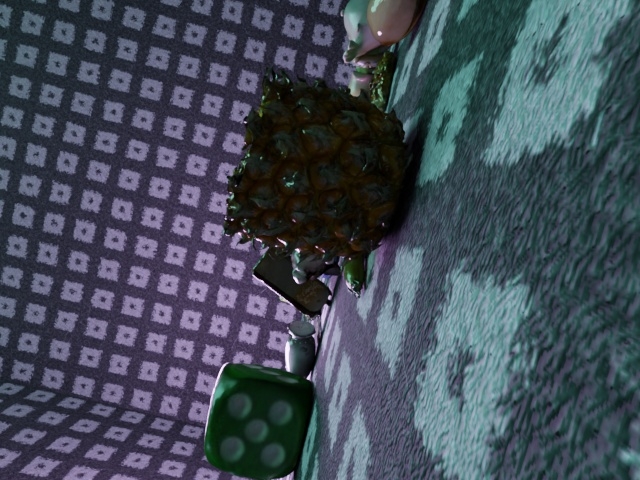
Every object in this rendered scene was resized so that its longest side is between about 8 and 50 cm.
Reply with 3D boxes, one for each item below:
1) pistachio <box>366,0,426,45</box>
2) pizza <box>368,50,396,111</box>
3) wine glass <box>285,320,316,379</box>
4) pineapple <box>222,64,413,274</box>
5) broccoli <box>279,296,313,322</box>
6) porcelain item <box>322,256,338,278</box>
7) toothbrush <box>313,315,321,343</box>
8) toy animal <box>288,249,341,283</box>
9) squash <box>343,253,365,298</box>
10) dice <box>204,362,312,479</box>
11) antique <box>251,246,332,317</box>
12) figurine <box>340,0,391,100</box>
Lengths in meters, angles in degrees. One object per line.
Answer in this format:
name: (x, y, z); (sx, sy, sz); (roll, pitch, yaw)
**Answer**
pistachio: (0.194, -0.591, 1.030); (0.215, 0.143, 0.144); (118, 168, -54)
pizza: (0.185, -0.489, 1.334); (0.147, 0.069, 0.227); (120, 164, -74)
wine glass: (-0.073, 0.398, 1.507); (0.111, 0.111, 0.205); (-82, -3, -71)
pineapple: (-0.005, -0.117, 0.762); (0.352, 0.299, 0.353); (-165, 90, -89)
broccoli: (-0.083, 0.246, 1.822); (0.194, 0.193, 0.220); (117, 161, -80)
porcelain item: (0.008, 0.069, 1.602); (0.147, 0.114, 0.147); (-166, 90, -86)
toothbrush: (-0.010, 0.333, 1.603); (0.294, 0.028, 0.026); (-119, 42, -79)
toy animal: (0.000, 0.000, 1.350); (0.303, 0.194, 0.345); (100, -166, -58)
squash: (0.076, 0.055, 0.920); (0.184, 0.052, 0.052); (-84, 8, -51)
dice: (-0.198, 0.562, 1.342); (0.297, 0.299, 0.288); (126, 155, -82)
antique: (-0.088, 0.146, 1.437); (0.125, 0.284, 0.150); (-51, 1, 0)
figurine: (0.146, -0.626, 1.439); (0.274, 0.226, 0.395); (-42, -33, -41)
